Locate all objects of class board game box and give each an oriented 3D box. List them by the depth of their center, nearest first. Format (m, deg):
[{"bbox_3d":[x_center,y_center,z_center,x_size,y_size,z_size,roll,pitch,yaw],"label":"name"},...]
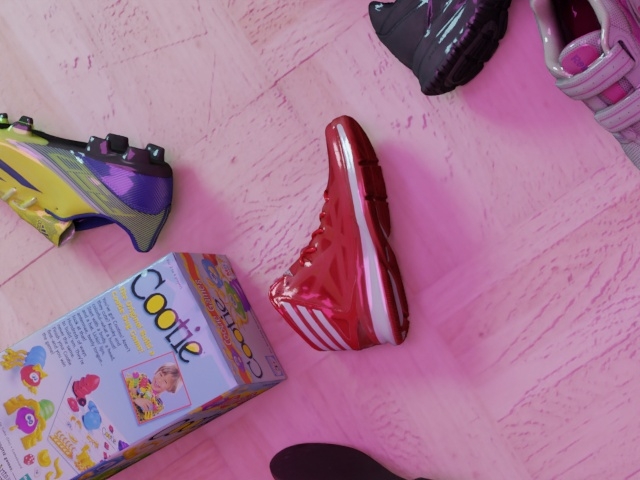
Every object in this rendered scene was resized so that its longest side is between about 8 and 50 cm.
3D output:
[{"bbox_3d":[-0.197,0.137,1.887,0.275,0.142,0.144,-29,80,15],"label":"board game box"}]

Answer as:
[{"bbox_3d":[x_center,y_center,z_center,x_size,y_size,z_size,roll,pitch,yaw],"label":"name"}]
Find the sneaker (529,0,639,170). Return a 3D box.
[{"bbox_3d":[0.260,-0.146,1.750,0.103,0.111,0.252,-43,72,36],"label":"sneaker"}]

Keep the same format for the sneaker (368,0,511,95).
[{"bbox_3d":[0.144,-0.274,1.799,0.130,0.109,0.286,43,107,20],"label":"sneaker"}]

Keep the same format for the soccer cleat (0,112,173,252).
[{"bbox_3d":[-0.283,-0.058,1.947,0.289,0.093,0.121,12,99,18],"label":"soccer cleat"}]

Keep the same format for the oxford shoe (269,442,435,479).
[{"bbox_3d":[0.045,0.251,1.849,0.212,0.076,0.076,19,134,27],"label":"oxford shoe"}]

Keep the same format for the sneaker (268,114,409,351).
[{"bbox_3d":[0.000,0.000,1.858,0.128,0.087,0.221,-12,84,16],"label":"sneaker"}]
